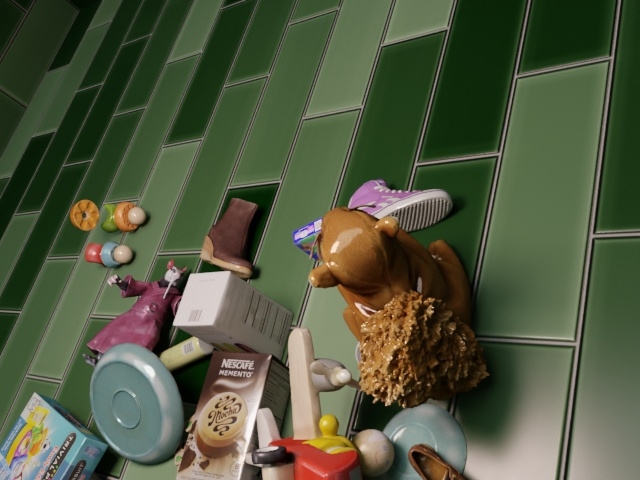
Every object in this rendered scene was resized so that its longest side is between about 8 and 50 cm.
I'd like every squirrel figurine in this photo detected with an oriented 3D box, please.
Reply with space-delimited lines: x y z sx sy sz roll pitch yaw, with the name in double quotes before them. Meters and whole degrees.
"squirrel figurine" 0.145 0.109 1.243 0.281 0.370 0.396 -31 50 7

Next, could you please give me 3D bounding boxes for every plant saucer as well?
"plant saucer" -0.475 0.416 1.676 0.318 0.044 0.317 5 100 31
"plant saucer" 0.181 0.402 1.276 0.195 0.037 0.194 -21 50 27

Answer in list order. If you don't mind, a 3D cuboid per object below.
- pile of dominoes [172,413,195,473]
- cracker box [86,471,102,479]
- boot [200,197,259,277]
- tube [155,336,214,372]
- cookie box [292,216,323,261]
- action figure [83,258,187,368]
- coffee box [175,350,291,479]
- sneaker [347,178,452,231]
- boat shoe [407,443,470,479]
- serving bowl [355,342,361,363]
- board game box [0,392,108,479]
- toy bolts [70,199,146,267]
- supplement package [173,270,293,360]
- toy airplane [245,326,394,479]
"pile of dominoes" -0.269 0.523 1.563 0.196 0.040 0.251 -40 44 11
"cracker box" -0.689 0.663 1.796 0.232 0.067 0.155 21 77 47
"boot" -0.230 -0.014 1.858 0.248 0.090 0.206 19 77 49
"tube" -0.388 0.314 1.796 0.240 0.070 0.062 -28 85 28
"cookie box" 0.000 0.000 1.646 0.092 0.107 0.040 -26 50 25
"action figure" -0.474 0.220 1.882 0.248 0.275 0.370 24 57 12
"coffee box" -0.185 0.407 1.494 0.168 0.119 0.297 -3 59 28
"sneaker" 0.175 -0.099 1.577 0.282 0.102 0.161 -18 49 30
"boat shoe" 0.222 0.430 1.176 0.178 0.060 0.064 40 88 26
"serving bowl" 0.118 0.241 1.443 0.083 0.027 0.083 -21 50 27
"board game box" -0.738 0.586 1.783 0.336 0.079 0.253 14 71 45
"toy bolts" -0.687 -0.027 2.185 0.159 0.218 0.228 -2 79 32
"supplement package" -0.200 0.187 1.584 0.139 0.244 0.133 -6 58 38
"toy airplane" 0.001 0.418 1.263 0.273 0.385 0.384 -7 38 -11
